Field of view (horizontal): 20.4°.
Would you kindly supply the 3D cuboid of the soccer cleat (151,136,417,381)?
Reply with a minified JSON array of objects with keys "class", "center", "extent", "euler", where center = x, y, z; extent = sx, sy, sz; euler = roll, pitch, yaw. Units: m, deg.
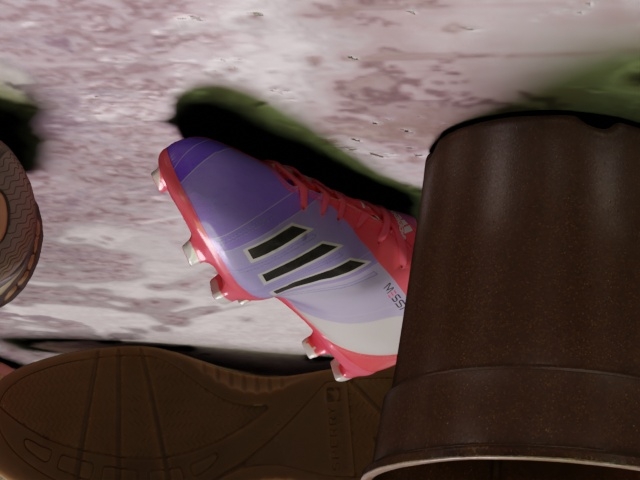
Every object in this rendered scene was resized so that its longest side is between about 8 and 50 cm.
[{"class":"soccer cleat","center":[0.000,0.000,0.907],"extent":[0.095,0.083,0.248],"euler":[-31,147,10]}]

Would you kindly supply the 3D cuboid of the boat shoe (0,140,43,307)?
[{"class":"boat shoe","center":[-0.311,0.008,0.890],"extent":[0.355,0.132,0.130],"euler":[4,162,5]}]

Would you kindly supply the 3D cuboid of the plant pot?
[{"class":"plant pot","center":[0.108,0.039,0.829],"extent":[0.167,0.165,0.167],"euler":[5,163,1]}]

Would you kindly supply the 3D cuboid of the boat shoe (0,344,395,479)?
[{"class":"boat shoe","center":[-0.070,0.150,1.278],"extent":[0.341,0.122,0.110],"euler":[3,161,0]}]

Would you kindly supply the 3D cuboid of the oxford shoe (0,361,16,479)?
[{"class":"oxford shoe","center":[-0.256,0.198,1.348],"extent":[0.140,0.146,0.397],"euler":[-27,139,21]}]
